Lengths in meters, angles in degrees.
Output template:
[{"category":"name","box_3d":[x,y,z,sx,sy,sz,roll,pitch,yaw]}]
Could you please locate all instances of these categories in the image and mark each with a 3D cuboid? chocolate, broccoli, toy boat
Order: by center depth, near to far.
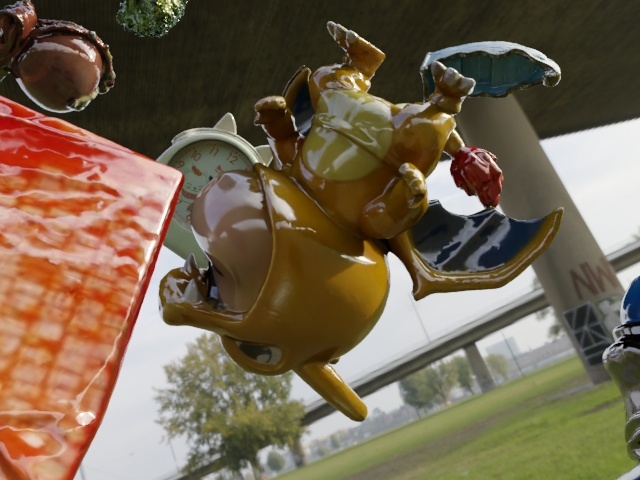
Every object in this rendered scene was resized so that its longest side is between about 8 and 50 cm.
[{"category":"chocolate","box_3d":[-0.225,0.020,0.334,0.235,0.237,0.108,22,-41,-17]},{"category":"toy boat","box_3d":[0.233,-0.229,0.822,0.186,0.077,0.075,-3,-42,10]},{"category":"broccoli","box_3d":[-0.425,-0.595,1.423,0.194,0.219,0.194,-26,-39,-22]}]

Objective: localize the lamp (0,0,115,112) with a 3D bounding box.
[{"category":"lamp","box_3d":[-0.486,-0.304,1.032,0.215,0.151,0.223,-45,-59,14]}]

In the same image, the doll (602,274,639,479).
[{"category":"doll","box_3d":[0.224,0.164,0.267,0.240,0.309,0.284,9,-13,-14]}]

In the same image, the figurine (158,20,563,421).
[{"category":"figurine","box_3d":[0.035,-0.016,0.680,0.387,0.401,0.268,-60,-13,7]}]

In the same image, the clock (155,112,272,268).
[{"category":"clock","box_3d":[-0.244,-0.113,1.319,0.324,0.265,0.108,-53,9,0]}]
